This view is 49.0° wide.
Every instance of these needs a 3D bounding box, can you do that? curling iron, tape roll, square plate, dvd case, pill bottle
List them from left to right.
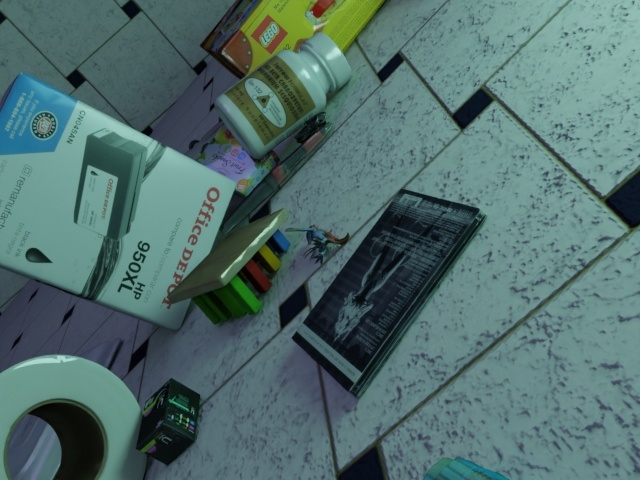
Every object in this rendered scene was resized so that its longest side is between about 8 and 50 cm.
[{"bbox_3d":[-0.377,0.285,0.934,0.169,0.246,0.246,-22,37,47],"label":"tape roll"},{"bbox_3d":[-0.551,0.367,1.375,0.344,0.049,0.347,-29,33,43],"label":"square plate"},{"bbox_3d":[-0.075,-0.112,1.212,0.274,0.035,0.068,-49,19,5],"label":"curling iron"},{"bbox_3d":[-0.063,-0.261,1.249,0.229,0.131,0.131,-38,23,-6],"label":"pill bottle"},{"bbox_3d":[0.066,0.045,0.756,0.221,0.018,0.164,-53,25,-5],"label":"dvd case"}]

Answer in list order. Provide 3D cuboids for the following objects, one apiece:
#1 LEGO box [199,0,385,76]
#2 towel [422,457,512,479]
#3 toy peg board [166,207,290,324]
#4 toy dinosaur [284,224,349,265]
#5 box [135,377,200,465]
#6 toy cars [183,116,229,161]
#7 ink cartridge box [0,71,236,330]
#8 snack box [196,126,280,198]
[{"bbox_3d":[-0.013,-0.542,1.510,0.500,0.193,0.372,-51,23,3],"label":"LEGO box"},{"bbox_3d":[0.109,0.279,0.325,0.272,0.040,0.370,-58,24,-11],"label":"towel"},{"bbox_3d":[-0.118,0.048,1.038,0.161,0.079,0.161,-19,24,50],"label":"toy peg board"},{"bbox_3d":[0.000,0.000,0.940,0.090,0.047,0.082,-10,25,9],"label":"toy dinosaur"},{"bbox_3d":[-0.198,0.236,0.918,0.062,0.052,0.083,-43,26,22],"label":"box"},{"bbox_3d":[-0.233,-0.147,1.491,0.176,0.087,0.394,-20,33,31],"label":"toy cars"},{"bbox_3d":[-0.379,-0.051,1.176,0.166,0.394,0.286,1,68,59],"label":"ink cartridge box"},{"bbox_3d":[-0.159,-0.144,1.319,0.141,0.037,0.100,27,79,31],"label":"snack box"}]
